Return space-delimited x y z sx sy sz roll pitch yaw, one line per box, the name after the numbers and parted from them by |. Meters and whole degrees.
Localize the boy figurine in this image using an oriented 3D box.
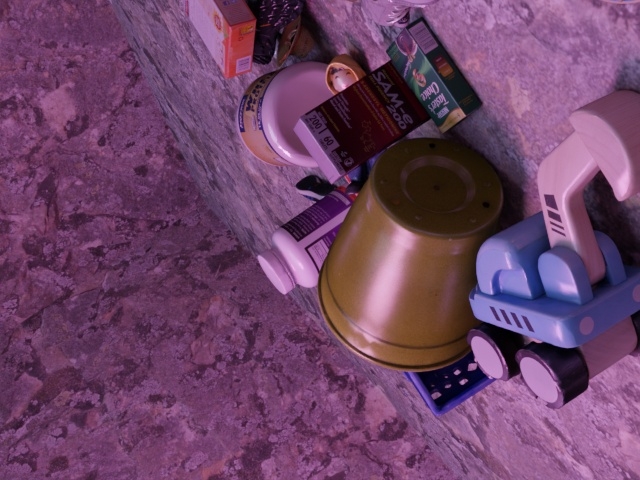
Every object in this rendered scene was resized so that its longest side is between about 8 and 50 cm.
0.083 -0.244 1.537 0.177 0.092 0.285 -5 102 31 | boy figurine

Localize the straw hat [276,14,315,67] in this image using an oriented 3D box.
-0.045 -0.435 1.633 0.061 0.144 0.144 16 177 -18 | straw hat

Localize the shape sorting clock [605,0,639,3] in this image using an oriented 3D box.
0.304 -0.348 0.787 0.206 0.040 0.206 50 165 19 | shape sorting clock

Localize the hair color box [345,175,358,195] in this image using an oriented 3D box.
0.112 -0.122 1.836 0.167 0.053 0.093 56 -175 -11 | hair color box

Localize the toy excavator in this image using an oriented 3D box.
0.365 0.015 1.128 0.433 0.222 0.445 13 127 67 | toy excavator

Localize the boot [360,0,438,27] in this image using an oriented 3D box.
0.129 -0.393 1.180 0.258 0.095 0.123 52 174 47 | boot

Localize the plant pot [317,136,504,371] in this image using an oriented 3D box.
0.187 0.004 1.426 0.366 0.366 0.353 47 152 27 | plant pot

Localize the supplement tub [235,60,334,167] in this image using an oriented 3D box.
-0.065 -0.285 1.729 0.228 0.228 0.316 59 165 -16 | supplement tub

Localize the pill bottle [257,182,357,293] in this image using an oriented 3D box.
0.000 0.000 1.967 0.181 0.323 0.181 50 165 19 | pill bottle

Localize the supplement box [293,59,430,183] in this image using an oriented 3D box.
0.086 -0.223 1.362 0.130 0.239 0.073 55 164 0 | supplement box

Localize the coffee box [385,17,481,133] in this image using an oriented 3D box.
0.193 -0.281 1.288 0.184 0.040 0.113 55 165 -1 | coffee box

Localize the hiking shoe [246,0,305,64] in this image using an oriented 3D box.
-0.113 -0.512 1.606 0.304 0.113 0.132 141 137 -59 | hiking shoe

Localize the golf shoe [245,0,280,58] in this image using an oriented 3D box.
-0.168 -0.508 1.833 0.198 0.094 0.077 51 164 10 | golf shoe

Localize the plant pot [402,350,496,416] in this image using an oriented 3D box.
0.285 0.244 1.813 0.236 0.236 0.212 60 172 -20 | plant pot

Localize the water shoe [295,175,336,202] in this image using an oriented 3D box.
-0.008 -0.132 2.203 0.203 0.073 0.080 32 155 58 | water shoe

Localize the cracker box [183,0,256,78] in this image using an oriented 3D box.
-0.219 -0.486 1.594 0.232 0.067 0.156 59 158 22 | cracker box
